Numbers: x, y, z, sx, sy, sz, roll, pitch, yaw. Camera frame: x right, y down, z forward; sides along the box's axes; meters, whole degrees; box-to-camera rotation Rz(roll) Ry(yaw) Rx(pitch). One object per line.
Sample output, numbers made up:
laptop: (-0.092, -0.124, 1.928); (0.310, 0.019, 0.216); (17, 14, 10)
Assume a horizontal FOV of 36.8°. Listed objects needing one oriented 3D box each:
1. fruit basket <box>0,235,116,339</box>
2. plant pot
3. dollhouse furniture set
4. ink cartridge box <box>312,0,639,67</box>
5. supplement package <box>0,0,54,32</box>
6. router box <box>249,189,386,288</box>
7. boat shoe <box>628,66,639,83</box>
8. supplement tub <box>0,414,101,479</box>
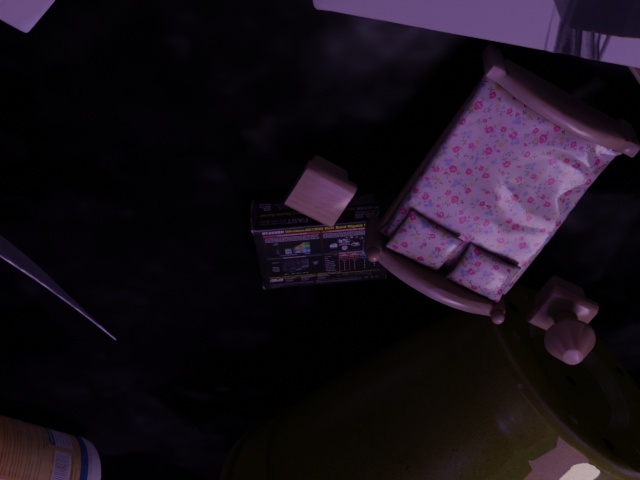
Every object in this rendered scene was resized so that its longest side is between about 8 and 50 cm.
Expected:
fruit basket: (-0.313, -0.077, 0.563); (0.165, 0.327, 0.353); (-48, 141, -13)
plant pot: (0.144, 0.237, 1.000); (0.366, 0.366, 0.353); (25, 121, -32)
dollhouse furniture set: (0.190, -0.032, 0.714); (0.355, 0.174, 0.303); (25, 123, -12)
ink cartridge box: (0.167, -0.192, 0.427); (0.307, 0.223, 0.129); (15, 147, 18)
supplement package: (-0.214, -0.243, 0.479); (0.244, 0.134, 0.139); (26, 133, -33)
router box: (0.000, 0.000, 0.890); (0.122, 0.038, 0.092); (-5, 143, 0)
boat shoe: (0.251, -0.114, 0.597); (0.132, 0.355, 0.130); (-23, -178, 13)
supplement tub: (-0.376, 0.279, 1.125); (0.200, 0.144, 0.144); (26, 133, -33)
